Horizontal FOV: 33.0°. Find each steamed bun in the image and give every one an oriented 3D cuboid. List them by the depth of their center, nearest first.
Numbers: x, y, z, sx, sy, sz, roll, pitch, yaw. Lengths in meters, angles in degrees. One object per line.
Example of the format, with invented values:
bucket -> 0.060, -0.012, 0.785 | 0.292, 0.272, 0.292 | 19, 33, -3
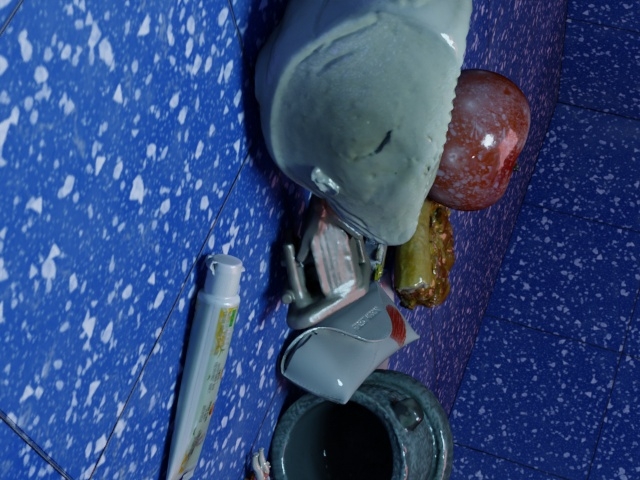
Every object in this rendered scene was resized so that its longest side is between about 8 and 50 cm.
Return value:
steamed bun -> 0.048, -0.194, 1.313 | 0.383, 0.236, 0.247 | 96, 8, -49

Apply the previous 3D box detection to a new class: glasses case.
glasses case -> 0.062, 0.159, 1.763 | 0.308, 0.128, 0.083 | -33, 154, -53

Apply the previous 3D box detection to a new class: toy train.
toy train -> 0.096, -0.017, 1.919 | 0.081, 0.060, 0.202 | -61, 161, -55

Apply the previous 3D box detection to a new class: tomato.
tomato -> 0.268, -0.195, 2.032 | 0.270, 0.227, 0.270 | -159, -90, -87

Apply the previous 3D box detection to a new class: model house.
model house -> 0.008, 0.005, 1.559 | 0.229, 0.122, 0.188 | -71, 158, -69

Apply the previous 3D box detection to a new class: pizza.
pizza -> 0.206, 0.018, 2.173 | 0.409, 0.114, 0.278 | -57, 145, -64

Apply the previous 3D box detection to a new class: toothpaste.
toothpaste -> -0.144, 0.168, 1.319 | 0.056, 0.058, 0.314 | 44, -56, 58

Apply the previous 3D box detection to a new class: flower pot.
flower pot -> 0.078, 0.340, 1.836 | 0.283, 0.299, 0.299 | 16, 90, -65

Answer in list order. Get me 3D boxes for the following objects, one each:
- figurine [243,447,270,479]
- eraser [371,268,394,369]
figurine -> -0.096, 0.369, 1.669 | 0.064, 0.047, 0.109 | -38, 132, -52
eraser -> 0.092, 0.204, 2.106 | 0.243, 0.059, 0.204 | 82, 27, -46
